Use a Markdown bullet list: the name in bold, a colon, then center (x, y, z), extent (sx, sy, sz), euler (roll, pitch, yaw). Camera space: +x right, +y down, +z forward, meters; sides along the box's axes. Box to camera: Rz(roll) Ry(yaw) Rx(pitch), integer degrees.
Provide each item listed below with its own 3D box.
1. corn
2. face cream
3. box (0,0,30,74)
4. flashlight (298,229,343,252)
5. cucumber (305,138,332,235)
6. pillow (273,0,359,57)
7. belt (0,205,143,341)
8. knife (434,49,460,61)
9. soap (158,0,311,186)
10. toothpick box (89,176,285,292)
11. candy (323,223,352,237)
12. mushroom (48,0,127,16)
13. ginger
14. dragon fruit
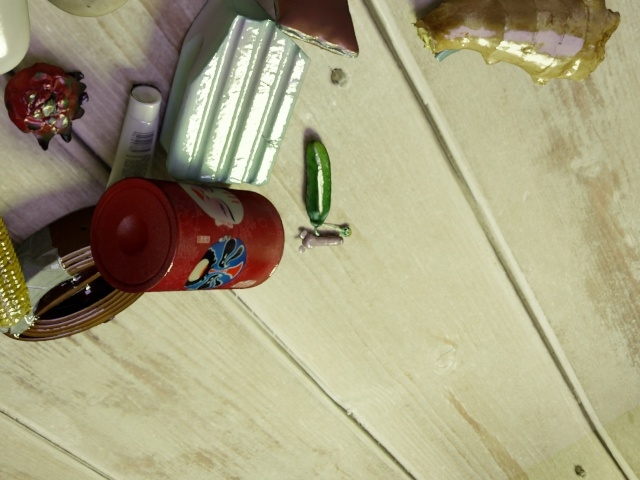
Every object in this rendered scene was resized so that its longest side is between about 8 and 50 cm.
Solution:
- **corn**: center (-0.605, 0.000, 1.645), extent (0.131, 0.131, 0.345), euler (-18, 113, -9)
- **face cream**: center (-0.335, -0.176, 1.734), extent (0.092, 0.058, 0.244), euler (-7, 140, -28)
- **box**: center (-0.604, -0.356, 1.356), extent (0.348, 0.141, 0.289), euler (-10, 134, -17)
- **flashlight**: center (0.000, 0.000, 2.088), extent (0.110, 0.031, 0.052), euler (-2, 108, -30)
- **cucumber**: center (-0.004, -0.111, 1.961), extent (0.056, 0.056, 0.250), euler (-13, 134, -15)
- **pillow**: center (-0.018, -0.389, 1.592), extent (0.171, 0.179, 0.075), euler (15, 139, -34)
- **belt**: center (-0.481, 0.070, 1.849), extent (0.338, 0.122, 0.217), euler (-29, 139, 2)
- **knife**: center (0.317, -0.406, 1.858), extent (0.210, 0.015, 0.028), euler (-28, 131, 0)
- **soap**: center (-0.154, -0.265, 1.685), extent (0.208, 0.115, 0.347), euler (1, 131, -26)
- **toothpick box**: center (-0.238, -0.006, 1.753), extent (0.204, 0.204, 0.333), euler (-47, 158, 21)
- **candy**: center (0.033, -0.026, 2.089), extent (0.083, 0.025, 0.023), euler (16, 96, -26)
- **mushroom**: center (-0.340, -0.441, 1.397), extent (0.206, 0.209, 0.207), euler (1, 115, 3)
- **ginger**: center (0.376, -0.420, 1.763), extent (0.375, 0.166, 0.236), euler (6, 129, -25)
- **dragon fruit**: center (-0.455, -0.232, 1.572), extent (0.130, 0.121, 0.142), euler (-18, 162, 0)
